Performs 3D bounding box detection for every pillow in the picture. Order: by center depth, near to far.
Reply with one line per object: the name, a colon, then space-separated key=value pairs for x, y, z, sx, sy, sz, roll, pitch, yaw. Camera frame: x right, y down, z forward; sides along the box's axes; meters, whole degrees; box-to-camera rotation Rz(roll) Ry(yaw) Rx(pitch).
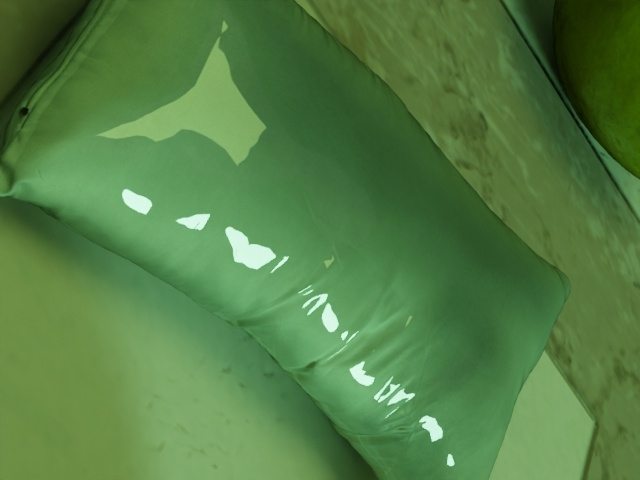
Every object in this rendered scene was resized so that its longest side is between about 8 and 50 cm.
pillow: x=0.000 y=0.001 z=0.581 sx=0.254 sy=0.078 sz=0.144 roll=44 pitch=50 yaw=-32

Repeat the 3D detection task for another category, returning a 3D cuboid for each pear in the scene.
pear: x=0.201 y=-0.107 z=0.863 sx=0.149 sy=0.149 sz=0.162 roll=-44 pitch=119 yaw=-55
